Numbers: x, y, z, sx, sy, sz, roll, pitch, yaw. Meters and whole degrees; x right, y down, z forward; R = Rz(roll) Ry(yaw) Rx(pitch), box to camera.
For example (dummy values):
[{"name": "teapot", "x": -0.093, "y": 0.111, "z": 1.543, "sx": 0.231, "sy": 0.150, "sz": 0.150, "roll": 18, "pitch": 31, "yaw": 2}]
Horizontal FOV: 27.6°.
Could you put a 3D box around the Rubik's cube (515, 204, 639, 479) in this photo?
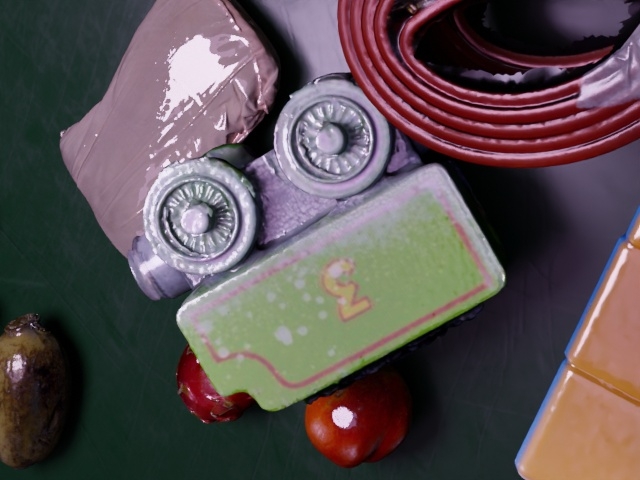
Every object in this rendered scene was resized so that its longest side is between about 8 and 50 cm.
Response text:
[{"name": "Rubik's cube", "x": 0.355, "y": 0.075, "z": 0.950, "sx": 0.291, "sy": 0.290, "sz": 0.291, "roll": 28, "pitch": 110, "yaw": 17}]

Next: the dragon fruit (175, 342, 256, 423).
[{"name": "dragon fruit", "x": -0.071, "y": 0.105, "z": 1.263, "sx": 0.190, "sy": 0.094, "sz": 0.094, "roll": -43, "pitch": 82, "yaw": 20}]

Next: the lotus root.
[{"name": "lotus root", "x": -0.308, "y": 0.163, "z": 1.378, "sx": 0.080, "sy": 0.089, "sz": 0.179, "roll": -141, "pitch": 52, "yaw": -60}]

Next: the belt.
[{"name": "belt", "x": 0.176, "y": -0.174, "z": 0.969, "sx": 0.324, "sy": 0.115, "sz": 0.227, "roll": -2, "pitch": 112, "yaw": 34}]

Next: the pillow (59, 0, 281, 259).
[{"name": "pillow", "x": -0.152, "y": -0.122, "z": 1.261, "sx": 0.173, "sy": 0.067, "sz": 0.270, "roll": 47, "pitch": 114, "yaw": 14}]

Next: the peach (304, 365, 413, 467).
[{"name": "peach", "x": 0.036, "y": 0.159, "z": 1.218, "sx": 0.101, "sy": 0.101, "sz": 0.100, "roll": 5, "pitch": 103, "yaw": 23}]

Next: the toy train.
[{"name": "toy train", "x": 0.000, "y": 0.000, "z": 1.142, "sx": 0.307, "sy": 0.173, "sz": 0.248, "roll": -29, "pitch": 91, "yaw": 9}]
